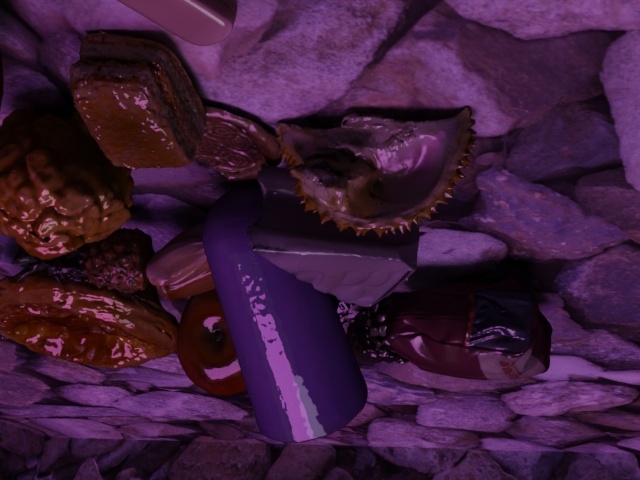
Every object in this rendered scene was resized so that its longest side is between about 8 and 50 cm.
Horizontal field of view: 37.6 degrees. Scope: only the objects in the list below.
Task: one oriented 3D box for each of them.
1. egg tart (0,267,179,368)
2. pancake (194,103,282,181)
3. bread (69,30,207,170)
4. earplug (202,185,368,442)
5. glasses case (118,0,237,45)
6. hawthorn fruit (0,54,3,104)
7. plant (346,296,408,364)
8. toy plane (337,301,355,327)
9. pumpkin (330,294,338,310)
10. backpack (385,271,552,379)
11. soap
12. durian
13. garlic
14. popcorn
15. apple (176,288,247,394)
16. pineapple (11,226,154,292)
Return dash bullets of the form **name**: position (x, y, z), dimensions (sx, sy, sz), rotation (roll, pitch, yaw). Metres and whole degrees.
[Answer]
- **egg tart**: position (-0.509, 0.141, 2.054), dimensions (0.443, 0.178, 0.443), rotation (7, 155, 3)
- **pancake**: position (-0.172, -0.152, 1.463), dimensions (0.235, 0.029, 0.212), rotation (9, 156, -9)
- **bread**: position (-0.250, -0.186, 1.290), dimensions (0.138, 0.102, 0.196), rotation (3, 148, 14)
- **earplug**: position (-0.074, 0.115, 1.654), dimensions (0.215, 0.215, 0.456), rotation (-5, 116, 27)
- **glasses case**: position (-0.187, -0.296, 1.105), dimensions (0.083, 0.050, 0.196), rotation (-19, 146, 42)
- **hawthorn fruit**: position (-0.590, -0.161, 1.125), dimensions (0.402, 0.403, 0.403), rotation (6, 157, 3)
- **plant**: position (0.139, 0.202, 2.056), dimensions (0.129, 0.132, 0.194), rotation (12, 161, -17)
- **toy plane**: position (0.047, 0.133, 2.011), dimensions (0.189, 0.061, 0.130), rotation (-18, 116, 40)
- **pumpkin**: position (-0.055, 0.101, 1.856), dimensions (0.194, 0.150, 0.194), rotation (6, 158, 2)
- **backpack**: position (0.288, 0.174, 1.868), dimensions (0.317, 0.197, 0.283), rotation (1, 158, 22)
- **soap**: position (0.000, 0.000, 1.578), dimensions (0.302, 0.159, 0.258), rotation (9, 160, -15)
- **durian**: position (0.071, -0.103, 1.363), dimensions (0.306, 0.172, 0.166), rotation (8, 134, 20)
- **garlic**: position (-0.215, 0.030, 1.774), dimensions (0.228, 0.110, 0.217), rotation (-19, 162, -9)
- **popcorn**: position (-0.402, -0.091, 1.430), dimensions (0.190, 0.250, 0.250), rotation (-21, 147, 19)
- **apple**: position (-0.192, 0.200, 1.993), dimensions (0.253, 0.254, 0.253), rotation (6, 157, 3)
- **pineapple**: position (-0.440, 0.032, 1.747), dimensions (0.248, 0.128, 0.128), rotation (2, 157, 1)
